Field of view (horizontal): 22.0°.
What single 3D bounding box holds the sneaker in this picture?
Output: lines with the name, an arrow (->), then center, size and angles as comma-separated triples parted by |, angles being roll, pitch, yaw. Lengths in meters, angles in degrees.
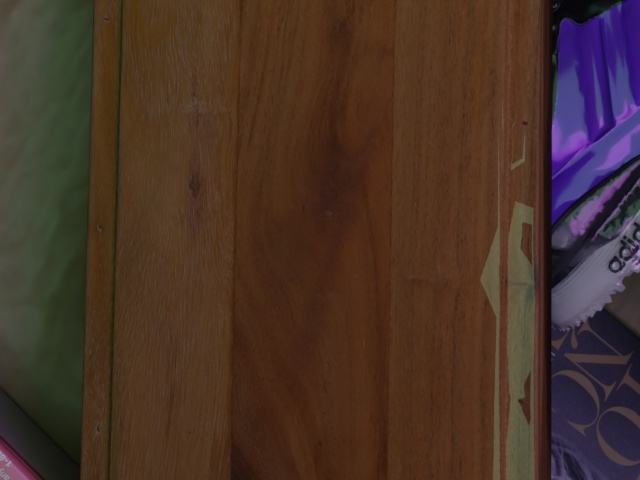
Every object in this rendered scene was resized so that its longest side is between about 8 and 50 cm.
sneaker -> 0.152, -0.111, 0.799 | 0.146, 0.102, 0.293 | 36, 92, -3

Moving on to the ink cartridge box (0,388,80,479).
ink cartridge box -> -0.211, 0.185, 0.818 | 0.218, 0.092, 0.158 | -42, 102, 1

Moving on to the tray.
tray -> 0.000, 0.000, 0.738 | 0.203, 0.076, 0.411 | 0, 87, 12

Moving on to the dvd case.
dvd case -> 0.115, 0.108, 0.842 | 0.221, 0.018, 0.164 | 39, 68, -11
